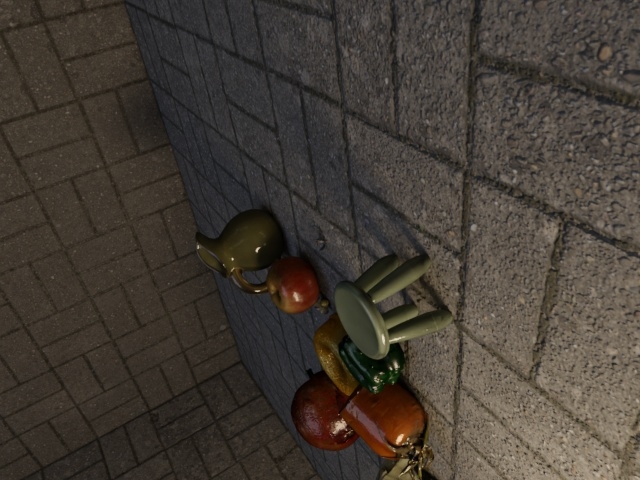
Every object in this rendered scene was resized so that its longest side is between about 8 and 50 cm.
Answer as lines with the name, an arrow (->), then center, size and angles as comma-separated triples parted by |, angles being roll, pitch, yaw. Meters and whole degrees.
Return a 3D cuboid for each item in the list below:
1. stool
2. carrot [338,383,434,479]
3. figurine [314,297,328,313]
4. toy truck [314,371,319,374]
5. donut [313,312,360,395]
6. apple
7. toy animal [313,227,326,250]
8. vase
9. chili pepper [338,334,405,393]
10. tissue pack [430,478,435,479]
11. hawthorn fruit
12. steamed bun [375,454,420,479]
stool -> 0.161, 0.150, 1.214 | 0.195, 0.199, 0.195 | -4, 108, 66
carrot -> 0.204, 0.525, 1.523 | 0.331, 0.193, 0.214 | 41, 168, 28
figurine -> 0.004, 0.225, 1.878 | 0.083, 0.047, 0.050 | 41, 133, 47
toy truck -> -0.014, 0.701, 2.277 | 0.147, 0.165, 0.224 | 42, 150, 43
donut -> 0.080, 0.406, 1.810 | 0.303, 0.110, 0.302 | 48, 153, 35
apple -> -0.098, 0.158, 1.857 | 0.209, 0.164, 0.209 | 36, 137, 43
toy animal -> -0.001, 0.001, 1.649 | 0.050, 0.028, 0.084 | -136, 27, -60
vase -> -0.285, 0.059, 2.005 | 0.329, 0.302, 0.241 | 59, 157, 12
chili pepper -> 0.132, 0.300, 1.503 | 0.261, 0.165, 0.174 | 56, 169, 26
tissue pack -> 0.398, 0.832, 1.624 | 0.156, 0.051, 0.112 | 13, 127, 64
hawthorn fruit -> 0.031, 0.641, 1.951 | 0.316, 0.316, 0.316 | 49, 154, 34
steamed bun -> 0.252, 0.877, 1.710 | 0.280, 0.207, 0.268 | -113, 4, -54
